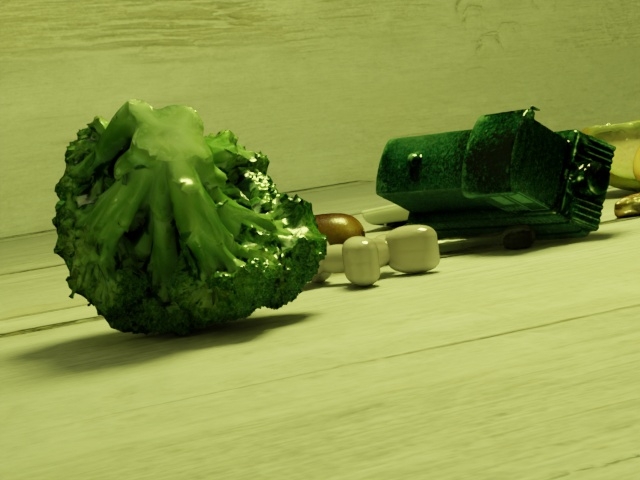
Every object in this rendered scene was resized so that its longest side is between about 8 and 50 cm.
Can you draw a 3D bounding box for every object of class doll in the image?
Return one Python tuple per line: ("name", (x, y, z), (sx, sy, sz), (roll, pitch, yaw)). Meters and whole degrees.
("doll", (0.036, 0.019, 1.633), (0.161, 0.059, 0.160), (-12, 7, -37))

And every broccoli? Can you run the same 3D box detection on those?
("broccoli", (-0.143, -0.030, 1.412), (0.265, 0.294, 0.245), (-44, -17, -28))

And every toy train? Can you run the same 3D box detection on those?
("toy train", (0.212, -0.084, 1.813), (0.178, 0.138, 0.330), (25, -17, -37))

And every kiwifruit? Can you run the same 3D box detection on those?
("kiwifruit", (0.000, 0.000, 1.834), (0.124, 0.075, 0.075), (-9, 4, 23))

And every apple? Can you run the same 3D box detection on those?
("apple", (0.547, -0.137, 2.304), (0.265, 0.120, 0.193), (-5, -8, 5))

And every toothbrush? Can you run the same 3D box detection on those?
("toothbrush", (0.120, 0.011, 1.764), (0.297, 0.030, 0.030), (-6, 14, 12))

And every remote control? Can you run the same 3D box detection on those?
("remote control", (0.227, -0.054, 2.237), (0.313, 0.055, 0.109), (-11, -3, 25))

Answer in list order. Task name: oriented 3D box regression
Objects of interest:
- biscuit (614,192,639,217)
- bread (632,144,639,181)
("biscuit", (0.520, -0.062, 1.949), (0.229, 0.031, 0.176), (-9, 4, -20))
("bread", (0.601, -0.129, 2.083), (0.305, 0.091, 0.142), (-2, -10, -36))
